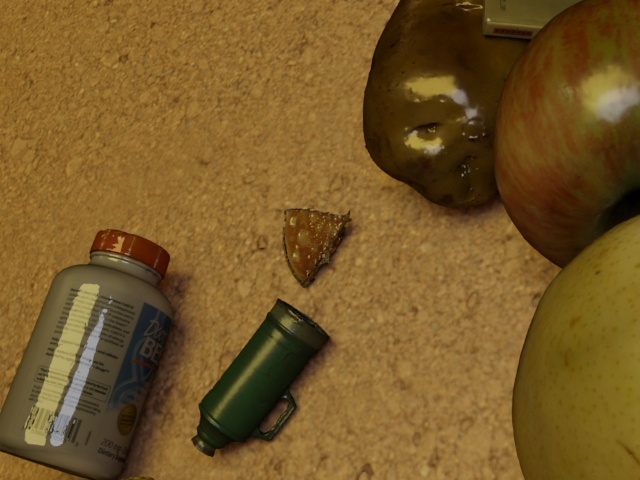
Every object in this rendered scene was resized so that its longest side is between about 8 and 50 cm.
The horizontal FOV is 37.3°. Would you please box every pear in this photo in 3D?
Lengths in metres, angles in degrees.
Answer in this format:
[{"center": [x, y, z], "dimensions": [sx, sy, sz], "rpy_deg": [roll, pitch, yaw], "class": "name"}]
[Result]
[{"center": [0.285, 0.119, 0.688], "dimensions": [0.309, 0.309, 0.309], "rpy_deg": [-16, 57, 27], "class": "pear"}]

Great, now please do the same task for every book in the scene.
[{"center": [0.285, -0.269, 0.997], "dimensions": [0.231, 0.026, 0.161], "rpy_deg": [6, 58, 1], "class": "book"}]

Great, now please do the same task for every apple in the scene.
[{"center": [0.284, -0.101, 0.847], "dimensions": [0.264, 0.264, 0.264], "rpy_deg": [-16, 57, 27], "class": "apple"}]

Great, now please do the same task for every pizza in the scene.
[{"center": [-0.011, 0.010, 1.134], "dimensions": [0.100, 0.029, 0.099], "rpy_deg": [2, 74, 38], "class": "pizza"}]

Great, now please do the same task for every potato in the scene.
[{"center": [0.164, -0.215, 1.056], "dimensions": [0.195, 0.176, 0.369], "rpy_deg": [-19, 48, 53], "class": "potato"}]

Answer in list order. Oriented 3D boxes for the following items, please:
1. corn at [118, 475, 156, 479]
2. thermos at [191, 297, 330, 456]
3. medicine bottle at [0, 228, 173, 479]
[{"center": [-0.284, 0.343, 1.090], "dimensions": [0.293, 0.106, 0.106], "rpy_deg": [-22, 54, 27], "class": "corn"}, {"center": [-0.072, 0.162, 1.065], "dimensions": [0.187, 0.083, 0.073], "rpy_deg": [-52, 27, 1], "class": "thermos"}, {"center": [-0.274, 0.135, 1.155], "dimensions": [0.157, 0.157, 0.288], "rpy_deg": [3, 66, 35], "class": "medicine bottle"}]
